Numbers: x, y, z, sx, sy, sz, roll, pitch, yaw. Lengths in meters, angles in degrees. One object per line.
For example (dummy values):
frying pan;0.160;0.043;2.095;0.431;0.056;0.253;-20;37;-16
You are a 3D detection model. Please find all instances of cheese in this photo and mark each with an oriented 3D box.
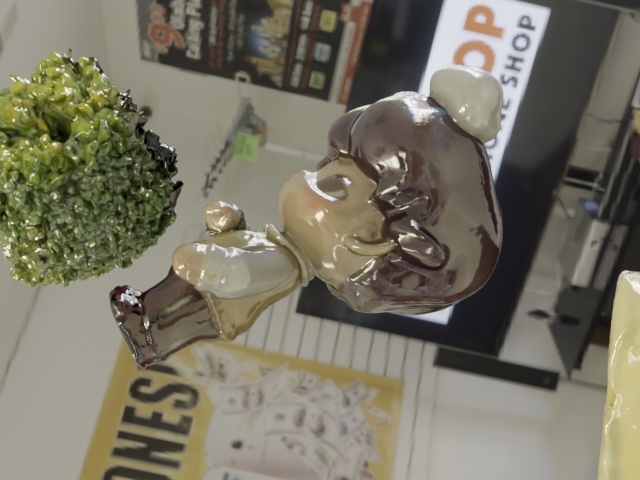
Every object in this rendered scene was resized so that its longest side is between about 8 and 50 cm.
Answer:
cheese;0.335;0.205;0.864;0.384;0.104;0.383;7;-90;-69

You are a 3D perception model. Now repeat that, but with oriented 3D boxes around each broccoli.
broccoli;-0.298;-0.065;0.904;0.180;0.273;0.242;-42;-30;-46

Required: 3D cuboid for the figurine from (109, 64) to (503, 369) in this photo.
figurine;-0.011;-0.017;0.790;0.218;0.365;0.206;117;141;-75
